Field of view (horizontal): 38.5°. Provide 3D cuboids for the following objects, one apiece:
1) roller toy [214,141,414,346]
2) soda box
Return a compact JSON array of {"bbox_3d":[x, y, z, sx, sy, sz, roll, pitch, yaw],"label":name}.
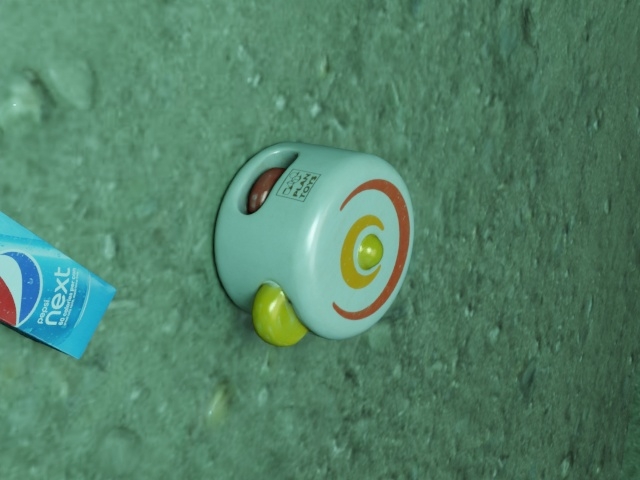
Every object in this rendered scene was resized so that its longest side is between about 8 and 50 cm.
[{"bbox_3d":[0.000,0.000,0.938,0.209,0.146,0.191,-10,109,-50],"label":"roller toy"},{"bbox_3d":[-0.248,0.016,0.673,0.067,0.071,0.210,-65,147,-14],"label":"soda box"}]
